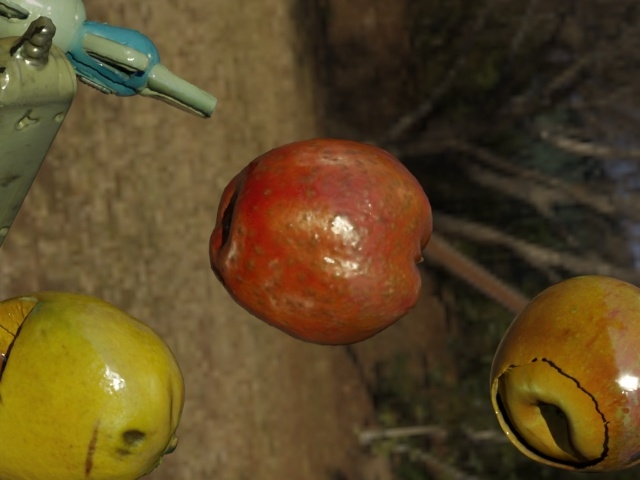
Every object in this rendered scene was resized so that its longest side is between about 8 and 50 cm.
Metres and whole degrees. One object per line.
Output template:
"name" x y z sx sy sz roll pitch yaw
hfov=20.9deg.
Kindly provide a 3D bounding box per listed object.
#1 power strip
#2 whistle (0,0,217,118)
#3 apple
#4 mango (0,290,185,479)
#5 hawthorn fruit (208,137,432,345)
"power strip" -0.291 -0.037 1.410 0.066 0.092 0.387 54 -48 23
"whistle" -0.202 -0.174 1.587 0.077 0.236 0.114 -68 -167 -8
"apple" 0.307 0.160 1.974 0.237 0.207 0.237 42 -17 16
"mango" -0.232 0.123 1.405 0.130 0.262 0.167 -49 126 -53
"hawthorn fruit" 0.000 0.000 1.440 0.189 0.189 0.189 175 -90 -89
